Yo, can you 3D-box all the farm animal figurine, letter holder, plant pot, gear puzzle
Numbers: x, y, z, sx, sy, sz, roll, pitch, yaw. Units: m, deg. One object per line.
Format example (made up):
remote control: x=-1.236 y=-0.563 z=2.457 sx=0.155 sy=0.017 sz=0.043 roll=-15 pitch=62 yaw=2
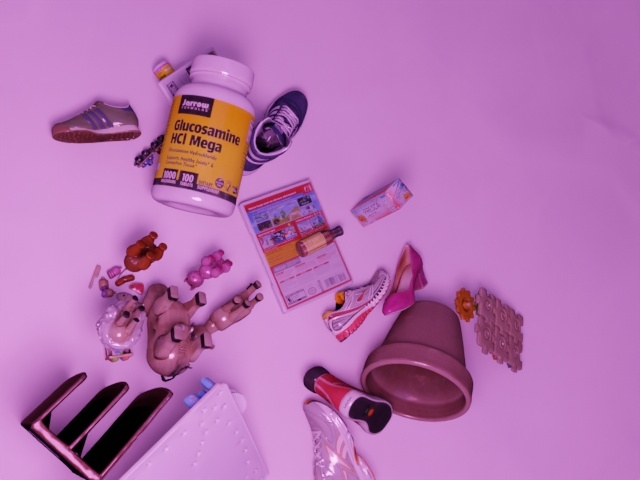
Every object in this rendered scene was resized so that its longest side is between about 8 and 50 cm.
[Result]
farm animal figurine: x=-0.300 y=0.158 z=1.532 sx=0.330 sy=0.172 sz=0.326 roll=31 pitch=38 yaw=-24
letter holder: x=-0.424 y=0.318 z=1.367 sx=0.152 sy=0.302 sz=0.214 roll=46 pitch=63 yaw=-9
plant pot: x=0.246 y=0.276 z=1.752 sx=0.263 sy=0.263 sz=0.229 roll=32 pitch=48 yaw=-16
gear puzzle: x=0.435 y=0.224 z=1.885 sx=0.339 sy=0.044 sz=0.175 roll=33 pitch=56 yaw=-41

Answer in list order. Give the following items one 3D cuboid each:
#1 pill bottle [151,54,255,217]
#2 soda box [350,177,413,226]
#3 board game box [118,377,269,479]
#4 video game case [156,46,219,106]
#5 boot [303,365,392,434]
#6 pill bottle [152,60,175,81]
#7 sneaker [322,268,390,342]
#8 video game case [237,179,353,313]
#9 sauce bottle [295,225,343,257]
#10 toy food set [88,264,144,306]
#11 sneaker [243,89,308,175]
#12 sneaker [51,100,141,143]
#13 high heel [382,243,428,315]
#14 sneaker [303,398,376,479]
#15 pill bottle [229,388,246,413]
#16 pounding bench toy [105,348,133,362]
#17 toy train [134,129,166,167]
pill bottle: x=-0.251 y=-0.231 z=1.610 sx=0.188 sy=0.188 sz=0.333 roll=14 pitch=84 yaw=-22
soda box: x=0.151 y=-0.093 z=1.802 sx=0.058 sy=0.183 sz=0.063 roll=50 pitch=61 yaw=-8
board game box: x=-0.287 y=0.503 z=1.397 sx=0.390 sy=0.050 sz=0.389 roll=-44 pitch=142 yaw=-27
video game case: x=-0.272 y=-0.337 z=1.722 sx=0.173 sy=0.022 sz=0.190 roll=-43 pitch=114 yaw=-27
boot: x=0.061 y=0.371 z=1.711 sx=0.088 sy=0.176 sz=0.244 roll=-57 pitch=142 yaw=-8
pill bottle: x=-0.355 y=-0.381 z=1.706 sx=0.043 sy=0.043 sz=0.083 roll=-42 pitch=98 yaw=-27
sneaker: x=0.092 y=0.143 z=1.776 sx=0.093 sy=0.088 sz=0.225 roll=43 pitch=57 yaw=2
video game case: x=-0.059 y=0.012 z=1.768 sx=0.204 sy=0.025 sz=0.285 roll=-22 pitch=88 yaw=-28
sauce bottle: x=0.000 y=0.000 z=1.762 sx=0.128 sy=0.042 sz=0.042 roll=-25 pitch=89 yaw=-29
toy food set: x=-0.436 y=0.097 z=1.571 sx=0.122 sy=0.019 sz=0.077 roll=22 pitch=70 yaw=-20
sneaker: x=-0.096 y=-0.279 z=1.745 sx=0.099 sy=0.153 sz=0.282 roll=43 pitch=64 yaw=-12
sneaker: x=-0.502 y=-0.268 z=1.605 sx=0.192 sy=0.064 sz=0.086 roll=-6 pitch=73 yaw=-27
high heel: x=0.199 y=0.098 z=1.803 sx=0.244 sy=0.082 sz=0.117 roll=-33 pitch=102 yaw=-50
sneaker: x=0.020 y=0.493 z=1.658 sx=0.121 sy=0.099 sz=0.262 roll=-32 pitch=92 yaw=-23
pill bottle: x=-0.203 y=0.356 z=1.566 sx=0.067 sy=0.120 sz=0.067 roll=6 pitch=76 yaw=-24
pounding bench toy: x=-0.422 y=0.221 z=1.513 sx=0.052 sy=0.083 sz=0.065 roll=-4 pitch=79 yaw=-27
toy train: x=-0.372 y=-0.219 z=1.673 sx=0.036 sy=0.027 sz=0.158 roll=51 pitch=62 yaw=-20
